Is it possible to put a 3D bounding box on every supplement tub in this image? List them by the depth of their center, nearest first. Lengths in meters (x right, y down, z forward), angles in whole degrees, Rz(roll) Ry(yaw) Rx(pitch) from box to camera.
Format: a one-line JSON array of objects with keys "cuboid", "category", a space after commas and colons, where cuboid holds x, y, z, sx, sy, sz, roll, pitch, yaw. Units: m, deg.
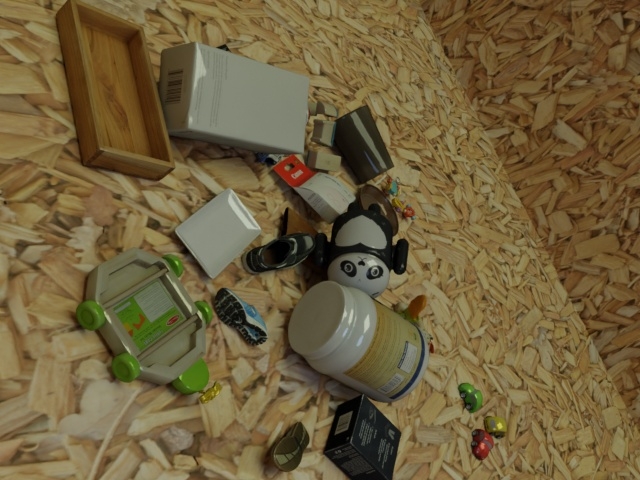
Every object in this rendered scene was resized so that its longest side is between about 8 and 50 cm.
[{"cuboid": [0.096, 0.253, 1.774, 0.316, 0.228, 0.228, 34, 40, -34], "category": "supplement tub"}]

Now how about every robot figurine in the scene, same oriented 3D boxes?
[{"cuboid": [0.108, 0.027, 1.894, 0.173, 0.209, 0.278, 39, 43, -34], "category": "robot figurine"}]

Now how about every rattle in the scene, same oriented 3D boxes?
[{"cuboid": [0.329, 0.254, 2.183, 0.199, 0.143, 0.130, 42, 17, -15], "category": "rattle"}]

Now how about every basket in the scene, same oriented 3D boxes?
[{"cuboid": [0.140, -0.317, 2.379, 0.227, 0.154, 0.204, 62, 29, -2], "category": "basket"}]

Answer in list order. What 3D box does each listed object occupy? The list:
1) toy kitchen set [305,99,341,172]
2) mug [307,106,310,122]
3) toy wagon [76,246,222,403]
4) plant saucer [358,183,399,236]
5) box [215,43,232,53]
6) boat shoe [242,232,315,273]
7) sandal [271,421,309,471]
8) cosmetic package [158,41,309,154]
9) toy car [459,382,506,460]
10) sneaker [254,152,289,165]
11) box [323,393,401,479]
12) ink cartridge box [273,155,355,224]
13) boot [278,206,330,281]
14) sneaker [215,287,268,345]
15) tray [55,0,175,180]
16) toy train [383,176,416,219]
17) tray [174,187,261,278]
[{"cuboid": [-0.023, -0.334, 2.249, 0.122, 0.166, 0.207, 5, 97, -51], "category": "toy kitchen set"}, {"cuboid": [-0.119, -0.371, 2.134, 0.113, 0.150, 0.169, 31, 17, 26], "category": "mug"}, {"cuboid": [-0.324, 0.183, 1.415, 0.344, 0.068, 0.267, 58, 33, -3], "category": "toy wagon"}, {"cuboid": [0.187, -0.093, 2.360, 0.198, 0.036, 0.199, 33, 40, -34], "category": "plant saucer"}, {"cuboid": [-0.288, -0.448, 1.962, 0.147, 0.077, 0.180, 54, 33, -9], "category": "box"}, {"cuboid": [-0.089, 0.028, 1.807, 0.233, 0.079, 0.084, -19, 84, -45], "category": "boat shoe"}, {"cuboid": [-0.073, 0.457, 1.557, 0.072, 0.049, 0.180, 64, 18, -2], "category": "sandal"}, {"cuboid": [-0.215, -0.350, 1.811, 0.384, 0.156, 0.217, 8, 88, -47], "category": "cosmetic package"}, {"cuboid": [0.516, 0.556, 2.262, 0.239, 0.053, 0.225, -12, 75, -57], "category": "toy car"}, {"cuboid": [-0.137, -0.241, 2.037, 0.135, 0.052, 0.058, -5, 78, -47], "category": "sneaker"}, {"cuboid": [0.106, 0.492, 1.721, 0.158, 0.093, 0.156, 47, 34, -16], "category": "box"}, {"cuboid": [-0.012, -0.166, 2.075, 0.232, 0.066, 0.189, 49, 25, -3], "category": "ink cartridge box"}, {"cuboid": [0.000, 0.000, 2.016, 0.280, 0.096, 0.264, 36, 46, -21], "category": "boot"}, {"cuboid": [-0.184, 0.170, 1.638, 0.162, 0.063, 0.073, 52, 15, -19], "category": "sneaker"}, {"cuboid": [-0.475, -0.345, 1.633, 0.202, 0.076, 0.411, 10, 57, -50], "category": "tray"}, {"cuboid": [0.276, -0.143, 2.516, 0.125, 0.046, 0.166, -12, 78, -58], "category": "toy train"}, {"cuboid": [-0.248, -0.019, 1.715, 0.145, 0.030, 0.270, 53, 33, -8], "category": "tray"}]
